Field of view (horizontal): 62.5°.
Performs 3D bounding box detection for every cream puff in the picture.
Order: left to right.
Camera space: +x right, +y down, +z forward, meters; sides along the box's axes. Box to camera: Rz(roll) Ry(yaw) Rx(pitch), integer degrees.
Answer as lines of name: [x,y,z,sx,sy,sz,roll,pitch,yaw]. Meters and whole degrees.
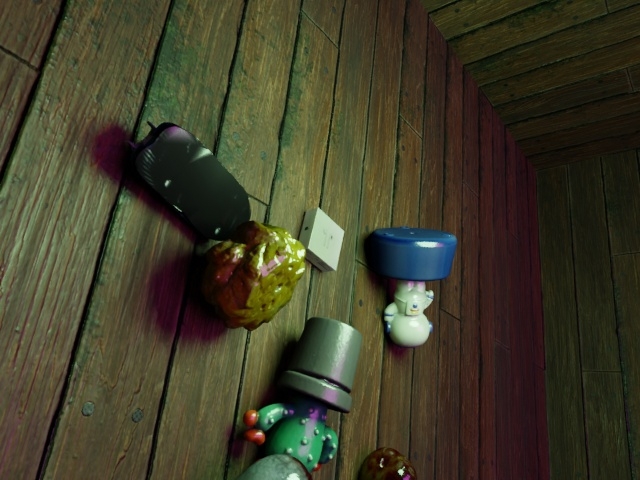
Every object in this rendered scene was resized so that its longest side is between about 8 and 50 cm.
cream puff: [-0.143,0.071,1.124,0.196,0.244,0.244,45,41,1]

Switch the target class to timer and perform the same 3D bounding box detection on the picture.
timer: [0.285,0.159,1.687,0.270,0.270,0.384,-11,106,-54]

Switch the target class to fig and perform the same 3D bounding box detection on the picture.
fig: [0.185,0.726,1.482,0.145,0.170,0.274,-10,110,-36]

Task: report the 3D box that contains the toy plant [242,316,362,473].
toy plant: [-0.022,0.394,1.243,0.400,0.185,0.279,-69,153,-24]

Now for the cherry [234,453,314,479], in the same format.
cherry: [-0.086,0.563,1.042,0.296,0.218,0.255,-33,123,-5]

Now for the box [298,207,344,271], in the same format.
box: [0.000,0.000,1.464,0.130,0.051,0.129,41,51,-41]

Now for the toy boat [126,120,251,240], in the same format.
toy boat: [-0.266,-0.120,1.108,0.134,0.092,0.299,-46,134,-8]

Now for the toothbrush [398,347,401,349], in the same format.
toothbrush: [0.315,0.353,1.834,0.167,0.014,0.011,-9,80,-54]
